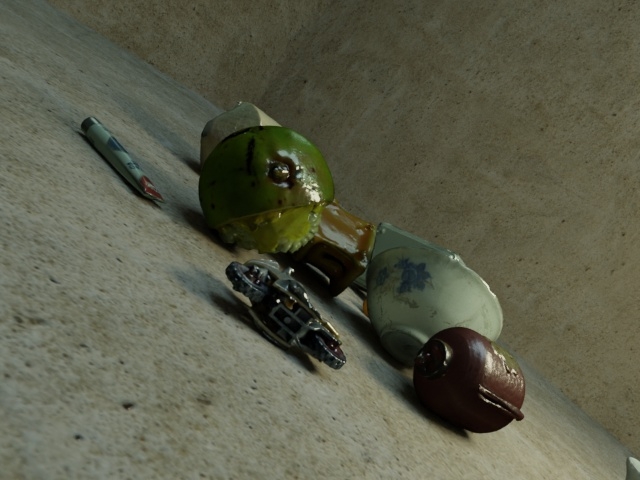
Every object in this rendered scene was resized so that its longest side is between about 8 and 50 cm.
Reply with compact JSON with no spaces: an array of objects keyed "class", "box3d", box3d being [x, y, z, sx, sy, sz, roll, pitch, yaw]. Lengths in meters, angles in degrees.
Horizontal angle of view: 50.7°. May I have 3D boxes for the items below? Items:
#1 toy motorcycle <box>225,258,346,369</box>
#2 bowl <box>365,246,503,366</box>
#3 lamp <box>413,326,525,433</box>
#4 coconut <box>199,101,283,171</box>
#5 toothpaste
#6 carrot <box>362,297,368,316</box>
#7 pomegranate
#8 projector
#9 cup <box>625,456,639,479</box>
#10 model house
[{"class":"toy motorcycle","box3d":[-0.048,0.102,1.027,0.229,0.094,0.130,42,6,-11]},{"class":"bowl","box3d":[0.204,0.173,1.410,0.313,0.146,0.313,23,-40,20]},{"class":"lamp","box3d":[0.278,0.263,1.260,0.258,0.180,0.180,34,9,-35]},{"class":"coconut","box3d":[-0.202,-0.234,1.761,0.244,0.239,0.239,33,9,-42]},{"class":"toothpaste","box3d":[-0.360,-0.144,1.225,0.239,0.039,0.062,44,3,26]},{"class":"carrot","box3d":[0.178,0.188,1.679,0.061,0.061,0.209,44,6,37]},{"class":"pomegranate","box3d":[-0.120,-0.096,1.330,0.260,0.261,0.340,35,-16,-23]},{"class":"projector","box3d":[0.218,0.081,1.750,0.256,0.192,0.099,27,-8,35]},{"class":"cup","box3d":[0.635,0.565,1.179,0.347,0.163,0.347,37,8,-6]},{"class":"model house","box3d":[-0.014,0.002,1.523,0.239,0.173,0.268,31,-34,-6]}]
